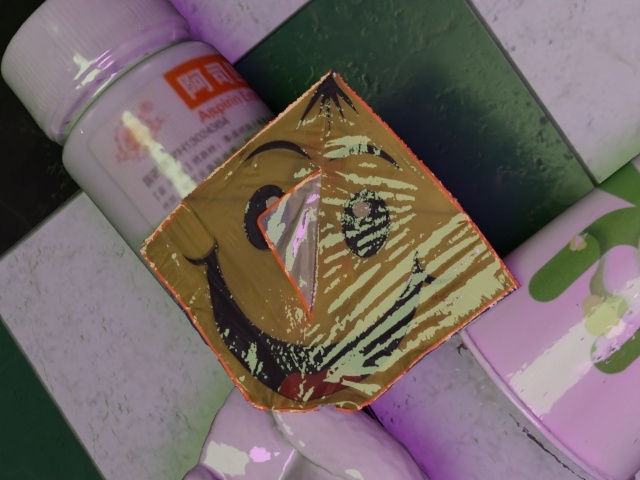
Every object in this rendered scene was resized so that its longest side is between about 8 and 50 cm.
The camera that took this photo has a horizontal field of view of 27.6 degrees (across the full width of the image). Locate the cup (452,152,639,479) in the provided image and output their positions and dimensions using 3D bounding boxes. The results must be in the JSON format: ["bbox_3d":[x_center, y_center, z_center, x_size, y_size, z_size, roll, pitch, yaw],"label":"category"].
[{"bbox_3d":[0.295,0.057,1.219,0.274,0.253,0.253,-44,81,14],"label":"cup"}]

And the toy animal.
[{"bbox_3d":[0.003,0.281,1.383,0.265,0.206,0.271,23,104,21],"label":"toy animal"}]

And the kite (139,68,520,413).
[{"bbox_3d":[0.001,0.000,1.221,0.378,0.013,0.327,2,84,20],"label":"kite"}]

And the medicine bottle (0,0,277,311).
[{"bbox_3d":[-0.151,-0.095,1.384,0.211,0.211,0.371,-43,81,22],"label":"medicine bottle"}]
